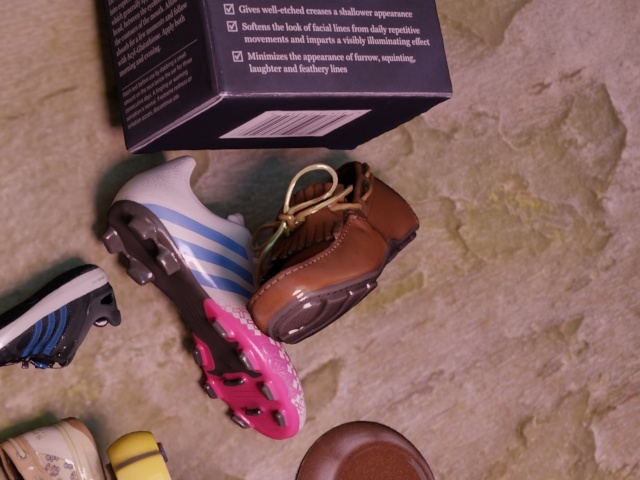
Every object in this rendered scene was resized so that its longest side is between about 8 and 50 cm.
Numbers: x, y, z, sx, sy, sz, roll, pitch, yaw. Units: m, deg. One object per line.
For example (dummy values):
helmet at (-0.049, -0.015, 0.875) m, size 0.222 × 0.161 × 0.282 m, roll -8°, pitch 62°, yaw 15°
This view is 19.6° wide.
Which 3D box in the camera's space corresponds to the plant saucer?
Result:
plant saucer at (0.064, 0.300, 2.088) m, size 0.198 × 0.036 × 0.199 m, roll 10°, pitch 71°, yaw -31°

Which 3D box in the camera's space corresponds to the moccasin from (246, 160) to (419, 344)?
moccasin at (0.002, -0.002, 1.967) m, size 0.147 × 0.139 × 0.380 m, roll 51°, pitch 29°, yaw -4°

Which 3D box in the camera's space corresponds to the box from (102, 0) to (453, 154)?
box at (-0.065, -0.308, 1.968) m, size 0.293 × 0.212 × 0.396 m, roll -3°, pitch 78°, yaw -34°

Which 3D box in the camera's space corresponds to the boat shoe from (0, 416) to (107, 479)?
boat shoe at (-0.246, 0.324, 1.854) m, size 0.089 × 0.104 × 0.285 m, roll -14°, pitch 82°, yaw -30°

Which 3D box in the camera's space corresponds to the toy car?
toy car at (-0.154, 0.318, 1.779) m, size 0.239 × 0.053 × 0.225 m, roll 32°, pitch 71°, yaw 13°

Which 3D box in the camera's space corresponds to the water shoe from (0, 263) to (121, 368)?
water shoe at (-0.283, 0.100, 1.870) m, size 0.203 × 0.073 × 0.080 m, roll -35°, pitch 105°, yaw -32°

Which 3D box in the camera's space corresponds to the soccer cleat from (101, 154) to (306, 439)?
soccer cleat at (-0.094, 0.057, 1.981) m, size 0.143 × 0.116 × 0.331 m, roll -47°, pitch 111°, yaw -37°
